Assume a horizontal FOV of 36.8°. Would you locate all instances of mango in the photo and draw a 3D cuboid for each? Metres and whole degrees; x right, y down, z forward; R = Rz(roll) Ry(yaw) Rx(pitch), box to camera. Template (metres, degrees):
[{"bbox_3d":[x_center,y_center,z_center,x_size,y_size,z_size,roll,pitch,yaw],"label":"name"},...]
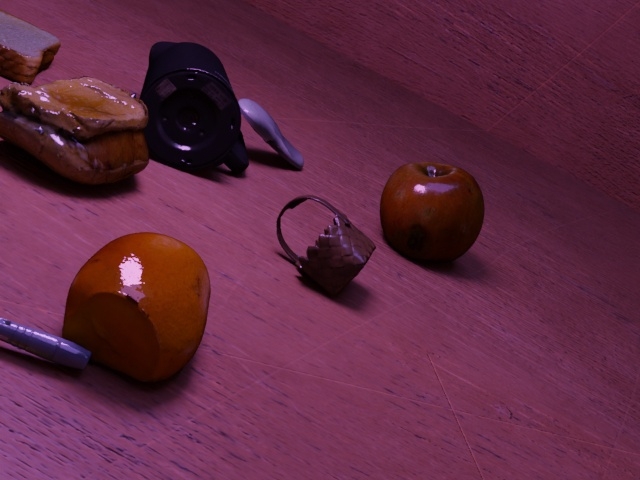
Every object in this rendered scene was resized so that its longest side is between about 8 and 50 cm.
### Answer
[{"bbox_3d":[-0.229,0.070,1.300,0.187,0.138,0.257,36,26,-10],"label":"mango"}]

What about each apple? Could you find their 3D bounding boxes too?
[{"bbox_3d":[0.238,-0.056,2.070,0.236,0.208,0.237,6,20,-2],"label":"apple"}]

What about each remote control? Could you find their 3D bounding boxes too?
[{"bbox_3d":[-0.106,-0.238,2.139,0.256,0.045,0.097,43,15,-54],"label":"remote control"}]

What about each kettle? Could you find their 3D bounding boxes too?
[{"bbox_3d":[-0.246,-0.283,1.998,0.262,0.203,0.308,18,20,-16],"label":"kettle"}]

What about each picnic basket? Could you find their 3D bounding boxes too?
[{"bbox_3d":[0.000,0.000,1.725,0.178,0.128,0.138,45,20,-1],"label":"picnic basket"}]

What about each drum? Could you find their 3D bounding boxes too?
[{"bbox_3d":[-0.405,0.104,1.137,0.253,0.049,0.130,28,21,2],"label":"drum"}]

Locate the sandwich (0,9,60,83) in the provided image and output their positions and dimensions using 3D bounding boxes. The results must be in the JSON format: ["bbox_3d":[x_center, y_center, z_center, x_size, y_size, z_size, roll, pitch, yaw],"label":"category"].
[{"bbox_3d":[-0.647,-0.405,1.984,0.186,0.065,0.215,24,22,-7],"label":"sandwich"}]

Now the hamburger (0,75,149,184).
[{"bbox_3d":[-0.405,-0.186,1.677,0.211,0.133,0.309,35,23,18],"label":"hamburger"}]
